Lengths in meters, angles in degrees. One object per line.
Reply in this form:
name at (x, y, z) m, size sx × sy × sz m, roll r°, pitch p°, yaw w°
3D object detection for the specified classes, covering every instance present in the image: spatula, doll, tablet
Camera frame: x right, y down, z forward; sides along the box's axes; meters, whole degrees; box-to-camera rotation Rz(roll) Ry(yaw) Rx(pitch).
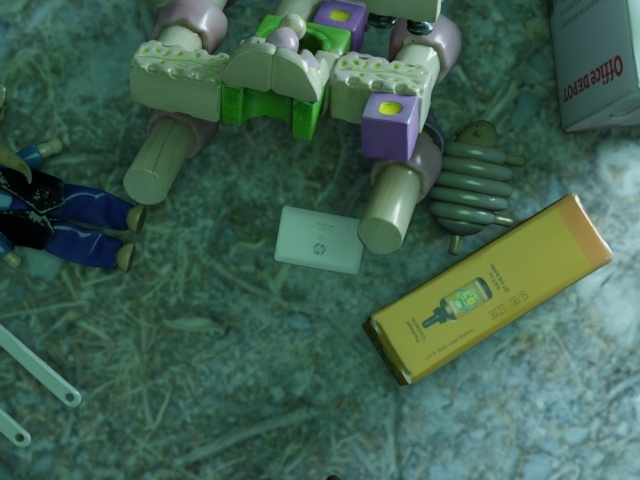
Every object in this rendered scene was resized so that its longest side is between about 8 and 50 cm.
spatula at (-0.344, 0.110, 1.557) m, size 0.242 × 0.019 × 0.168 m, roll 42°, pitch 101°, yaw -3°
doll at (-0.259, -0.032, 1.594) m, size 0.189 × 0.046 × 0.129 m, roll 15°, pitch 92°, yaw 1°
tablet at (0.000, 0.000, 1.645) m, size 0.083 × 0.006 × 0.054 m, roll 10°, pitch 83°, yaw -6°

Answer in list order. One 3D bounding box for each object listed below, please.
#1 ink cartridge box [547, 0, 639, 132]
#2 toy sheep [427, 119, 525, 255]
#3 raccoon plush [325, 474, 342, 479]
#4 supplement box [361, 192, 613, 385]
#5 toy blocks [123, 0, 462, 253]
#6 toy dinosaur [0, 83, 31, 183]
ink cartridge box at (0.297, -0.271, 1.601) m, size 0.129 × 0.223 × 0.307 m, roll -5°, pitch 85°, yaw -10°
toy sheep at (0.143, -0.050, 1.631) m, size 0.091 × 0.091 × 0.132 m, roll 9°, pitch 88°, yaw -7°
raccoon plush at (-0.010, 0.428, 1.486) m, size 0.299 × 0.216 × 0.446 m, roll 13°, pitch 83°, yaw -10°
supplement box at (0.156, 0.047, 1.626) m, size 0.233 × 0.080 × 0.078 m, roll -30°, pitch 88°, yaw -11°
toy blocks at (-0.010, -0.196, 1.529) m, size 0.289 × 0.309 × 0.260 m, roll 13°, pitch 42°, yaw 10°
toy dinosaur at (-0.318, -0.099, 1.580) m, size 0.183 × 0.053 × 0.092 m, roll 17°, pitch 73°, yaw 21°
